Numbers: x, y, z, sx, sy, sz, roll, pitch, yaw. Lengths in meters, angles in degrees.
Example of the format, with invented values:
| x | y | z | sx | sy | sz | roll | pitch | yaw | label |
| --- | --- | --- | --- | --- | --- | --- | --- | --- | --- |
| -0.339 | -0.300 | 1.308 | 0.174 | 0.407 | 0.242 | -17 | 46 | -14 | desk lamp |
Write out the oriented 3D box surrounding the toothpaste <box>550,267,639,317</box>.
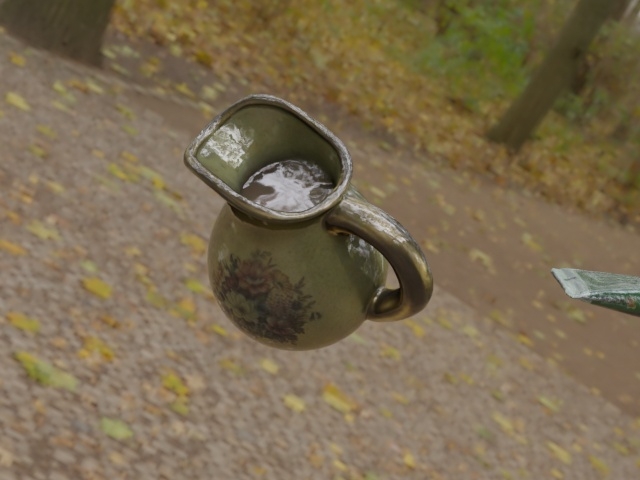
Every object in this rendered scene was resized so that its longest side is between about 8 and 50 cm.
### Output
| x | y | z | sx | sy | sz | roll | pitch | yaw | label |
| --- | --- | --- | --- | --- | --- | --- | --- | --- | --- |
| 0.490 | 0.087 | 1.670 | 0.392 | 0.061 | 0.099 | 9 | 17 | -9 | toothpaste |

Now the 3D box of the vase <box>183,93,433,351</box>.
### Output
| x | y | z | sx | sy | sz | roll | pitch | yaw | label |
| --- | --- | --- | --- | --- | --- | --- | --- | --- | --- |
| 0.000 | 0.000 | 1.661 | 0.329 | 0.302 | 0.241 | 22 | 53 | 26 | vase |
